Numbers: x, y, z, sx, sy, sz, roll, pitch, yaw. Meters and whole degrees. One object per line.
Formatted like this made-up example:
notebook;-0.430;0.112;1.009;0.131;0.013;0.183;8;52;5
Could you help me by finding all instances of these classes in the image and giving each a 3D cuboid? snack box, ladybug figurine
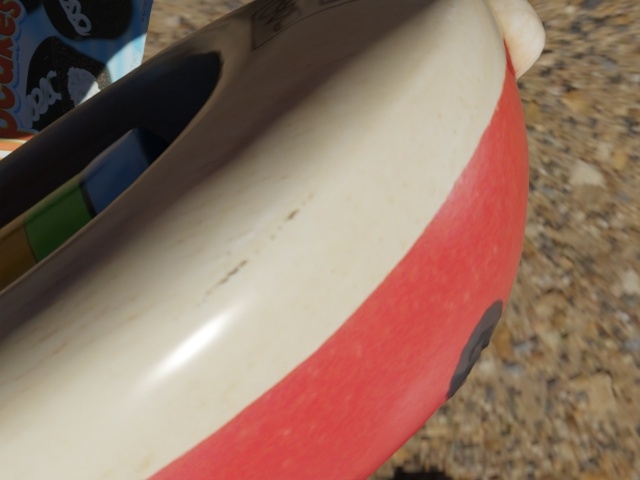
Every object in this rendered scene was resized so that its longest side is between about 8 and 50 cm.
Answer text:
snack box;-0.245;-0.108;1.488;0.187;0.060;0.322;23;57;-27
ladybug figurine;-0.086;0.053;0.776;0.449;0.305;0.162;-34;108;11
